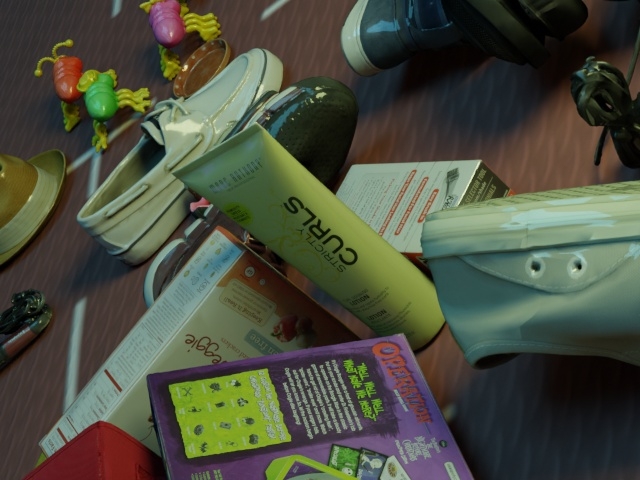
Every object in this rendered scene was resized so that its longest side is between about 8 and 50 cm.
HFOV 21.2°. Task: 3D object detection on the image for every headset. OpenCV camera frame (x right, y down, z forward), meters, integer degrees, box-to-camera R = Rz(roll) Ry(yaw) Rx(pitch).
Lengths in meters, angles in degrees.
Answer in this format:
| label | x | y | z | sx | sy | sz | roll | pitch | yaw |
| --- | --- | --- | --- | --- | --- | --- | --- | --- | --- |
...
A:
| label | x | y | z | sx | sy | sz | roll | pitch | yaw |
| --- | --- | --- | --- | --- | --- | --- | --- | --- | --- |
| headset | 0.192 | -0.235 | 1.354 | 0.243 | 0.185 | 0.394 | -25 | 60 | 22 |

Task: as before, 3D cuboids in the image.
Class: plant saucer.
| label | x | y | z | sx | sy | sz | roll | pitch | yaw |
| --- | --- | --- | --- | --- | --- | --- | --- | --- | --- |
| plant saucer | -0.130 | -0.189 | 1.908 | 0.083 | 0.013 | 0.083 | -32 | 36 | 27 |

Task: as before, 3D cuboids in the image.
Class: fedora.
| label | x | y | z | sx | sy | sz | roll | pitch | yaw |
| --- | --- | --- | --- | --- | --- | --- | --- | --- | --- |
| fedora | -0.385 | -0.050 | 2.024 | 0.194 | 0.079 | 0.194 | -32 | 36 | 27 |

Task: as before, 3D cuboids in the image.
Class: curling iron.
| label | x | y | z | sx | sy | sz | roll | pitch | yaw |
| --- | --- | --- | --- | --- | --- | --- | --- | --- | --- |
| curling iron | -0.389 | 0.152 | 1.857 | 0.274 | 0.035 | 0.068 | -44 | 27 | 9 |

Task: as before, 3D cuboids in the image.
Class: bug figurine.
| label | x | y | z | sx | sy | sz | roll | pitch | yaw |
| --- | --- | --- | --- | --- | --- | --- | --- | --- | --- |
| bug figurine | -0.225 | -0.233 | 2.022 | 0.279 | 0.072 | 0.216 | -44 | 32 | 10 |

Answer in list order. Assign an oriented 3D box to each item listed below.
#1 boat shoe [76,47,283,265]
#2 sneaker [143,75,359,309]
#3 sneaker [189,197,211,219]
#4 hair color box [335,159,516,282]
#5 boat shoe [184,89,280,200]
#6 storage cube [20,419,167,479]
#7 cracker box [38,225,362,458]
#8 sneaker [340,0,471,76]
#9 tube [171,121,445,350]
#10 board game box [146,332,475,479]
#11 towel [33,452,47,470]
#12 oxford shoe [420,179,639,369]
| label | x | y | z | sx | sy | sz | roll | pitch | yaw |
| --- | --- | --- | --- | --- | --- | --- | --- | --- | --- |
| boat shoe | -0.147 | -0.101 | 1.763 | 0.267 | 0.088 | 0.096 | -49 | 31 | 2 |
| sneaker | -0.037 | 0.000 | 1.519 | 0.281 | 0.106 | 0.162 | -54 | 34 | 14 |
| sneaker | -0.084 | -0.059 | 1.668 | 0.119 | 0.057 | 0.047 | -56 | 29 | -13 |
| hair color box | 0.073 | -0.014 | 1.421 | 0.167 | 0.053 | 0.093 | 1 | 56 | 54 |
| boat shoe | -0.085 | -0.096 | 1.710 | 0.043 | 0.049 | 0.137 | 37 | 93 | 36 |
| storage cube | -0.158 | 0.288 | 1.267 | 0.215 | 0.183 | 0.193 | -38 | 33 | 19 |
| cracker box | -0.092 | 0.127 | 1.382 | 0.232 | 0.155 | 0.067 | -51 | 31 | 0 |
| sneaker | 0.124 | -0.255 | 1.583 | 0.163 | 0.086 | 0.226 | -15 | 43 | 40 |
| tube | 0.000 | 0.000 | 1.317 | 0.070 | 0.240 | 0.062 | -50 | 29 | 0 |
| board game box | 0.006 | 0.190 | 1.180 | 0.208 | 0.056 | 0.347 | -12 | 32 | -7 |
| towel | -0.269 | 0.237 | 1.634 | 0.060 | 0.009 | 0.083 | 4 | 60 | 53 |
| oxford shoe | 0.260 | 0.022 | 1.083 | 0.449 | 0.169 | 0.130 | -5 | 93 | 40 |
